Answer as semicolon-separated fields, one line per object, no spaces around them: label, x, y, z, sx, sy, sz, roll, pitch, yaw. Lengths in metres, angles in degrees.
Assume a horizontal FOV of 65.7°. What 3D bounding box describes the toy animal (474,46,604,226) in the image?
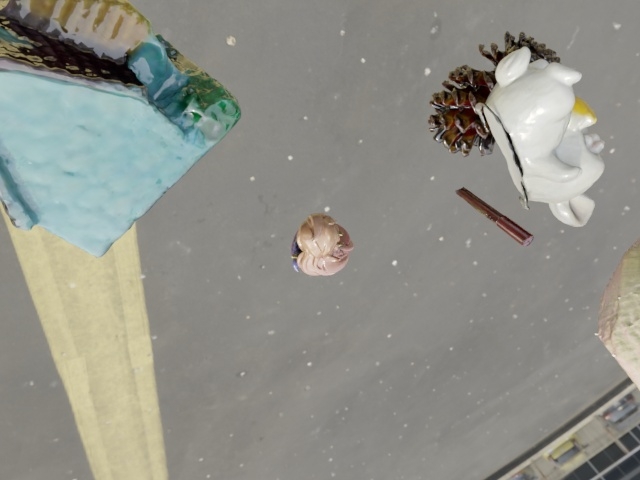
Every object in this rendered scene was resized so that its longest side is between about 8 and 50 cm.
toy animal;0.376;-0.157;0.829;0.154;0.208;0.325;-27;144;13

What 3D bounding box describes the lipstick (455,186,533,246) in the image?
lipstick;0.314;-0.049;0.907;0.027;0.176;0.027;-20;134;-22

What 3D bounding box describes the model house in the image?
model house;-0.270;-0.176;0.476;0.230;0.280;0.249;-46;143;-5

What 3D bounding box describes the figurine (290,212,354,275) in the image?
figurine;0.004;0.009;0.928;0.126;0.114;0.157;-27;176;-13

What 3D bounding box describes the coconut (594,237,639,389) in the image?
coconut;0.638;0.123;0.736;0.405;0.404;0.404;-18;137;-18

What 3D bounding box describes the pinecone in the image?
pinecone;0.363;-0.282;1.036;0.292;0.246;0.246;-25;148;36
